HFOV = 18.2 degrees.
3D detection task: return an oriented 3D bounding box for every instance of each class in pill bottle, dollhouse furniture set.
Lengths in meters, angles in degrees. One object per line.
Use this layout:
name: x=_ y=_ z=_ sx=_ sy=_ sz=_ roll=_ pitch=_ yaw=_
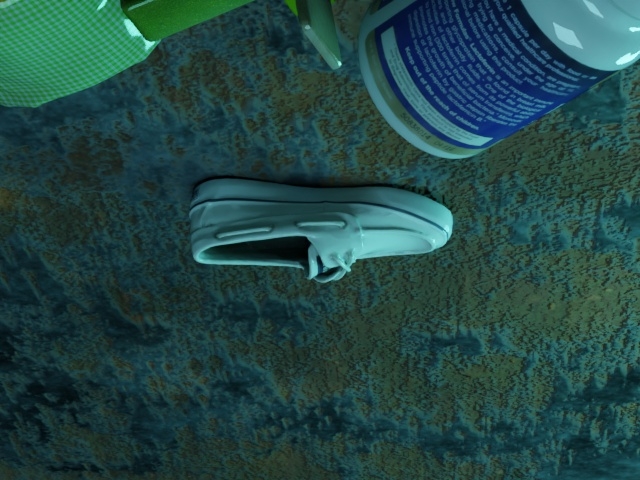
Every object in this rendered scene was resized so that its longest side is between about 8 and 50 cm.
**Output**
pill bottle: x=0.163 y=-0.178 z=1.528 sx=0.153 sy=0.153 sz=0.264 roll=21 pitch=147 yaw=-32
dollhouse furniture set: x=-0.154 y=-0.151 z=1.450 sx=0.301 sy=0.151 sz=0.197 roll=-21 pitch=147 yaw=15

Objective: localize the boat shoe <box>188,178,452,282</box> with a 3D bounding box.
boat shoe: x=0.000 y=0.000 z=1.945 sx=0.258 sy=0.084 sz=0.095 roll=2 pitch=152 yaw=-1
